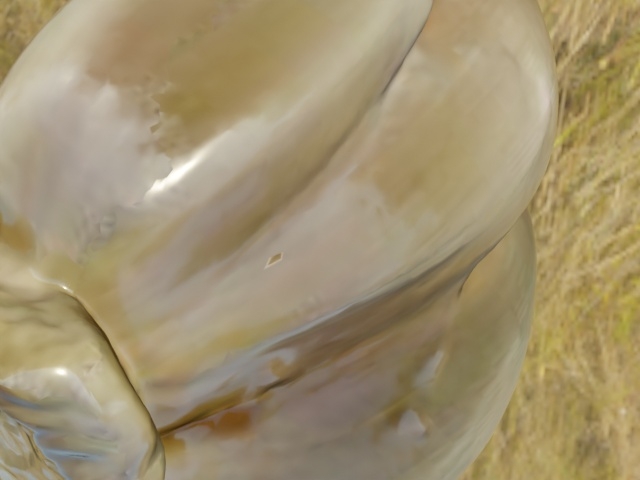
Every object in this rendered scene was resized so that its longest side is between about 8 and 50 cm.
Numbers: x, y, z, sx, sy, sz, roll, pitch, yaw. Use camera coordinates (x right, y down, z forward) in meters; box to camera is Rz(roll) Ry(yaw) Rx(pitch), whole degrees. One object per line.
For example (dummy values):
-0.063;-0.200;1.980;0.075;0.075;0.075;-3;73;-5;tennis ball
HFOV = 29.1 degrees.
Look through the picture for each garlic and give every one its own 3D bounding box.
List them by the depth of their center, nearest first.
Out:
-0.001;-0.001;0.483;0.132;0.325;0.279;25;140;34;garlic
